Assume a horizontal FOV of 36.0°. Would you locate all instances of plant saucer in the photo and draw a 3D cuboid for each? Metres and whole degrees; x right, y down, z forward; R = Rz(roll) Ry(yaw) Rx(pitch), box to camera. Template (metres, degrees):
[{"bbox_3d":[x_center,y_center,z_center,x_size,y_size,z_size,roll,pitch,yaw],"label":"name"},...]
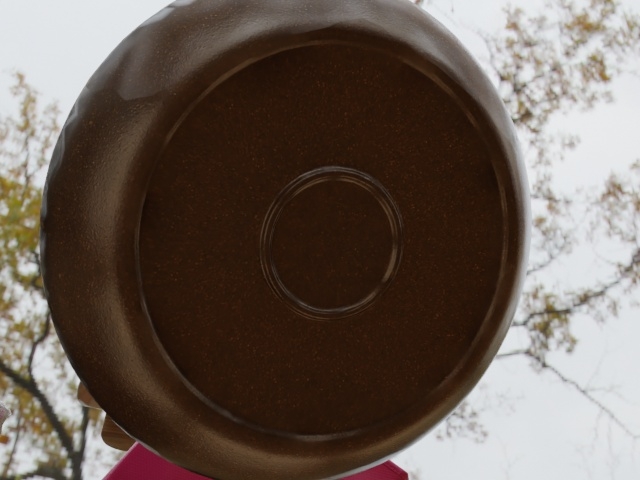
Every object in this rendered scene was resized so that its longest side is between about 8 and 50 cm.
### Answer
[{"bbox_3d":[0.000,0.000,0.569,0.310,0.050,0.311,-3,-81,-21],"label":"plant saucer"}]

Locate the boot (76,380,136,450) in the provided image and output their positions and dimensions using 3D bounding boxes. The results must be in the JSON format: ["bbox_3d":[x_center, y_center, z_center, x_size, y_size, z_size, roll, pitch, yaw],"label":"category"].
[{"bbox_3d":[-0.246,0.135,1.310,0.104,0.211,0.295,11,-32,-4],"label":"boot"}]

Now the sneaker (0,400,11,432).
[{"bbox_3d":[-0.543,0.282,1.480,0.111,0.103,0.252,34,-32,-20],"label":"sneaker"}]

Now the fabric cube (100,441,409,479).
[{"bbox_3d":[-0.077,0.327,1.053,0.254,0.258,0.259,29,-28,24],"label":"fabric cube"}]
